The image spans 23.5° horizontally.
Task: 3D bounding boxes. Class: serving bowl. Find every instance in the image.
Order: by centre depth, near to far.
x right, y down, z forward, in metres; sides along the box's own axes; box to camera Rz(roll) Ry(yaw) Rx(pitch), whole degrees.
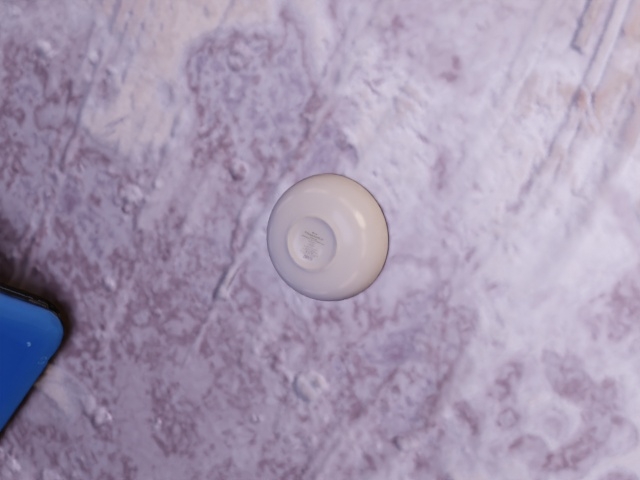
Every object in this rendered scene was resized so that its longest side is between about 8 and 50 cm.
[{"bbox_3d":[0.000,0.000,0.985,0.083,0.027,0.083,4,100,23],"label":"serving bowl"}]

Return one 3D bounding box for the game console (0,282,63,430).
[{"bbox_3d":[-0.369,0.079,1.115,0.293,0.250,0.173,-53,35,21],"label":"game console"}]
